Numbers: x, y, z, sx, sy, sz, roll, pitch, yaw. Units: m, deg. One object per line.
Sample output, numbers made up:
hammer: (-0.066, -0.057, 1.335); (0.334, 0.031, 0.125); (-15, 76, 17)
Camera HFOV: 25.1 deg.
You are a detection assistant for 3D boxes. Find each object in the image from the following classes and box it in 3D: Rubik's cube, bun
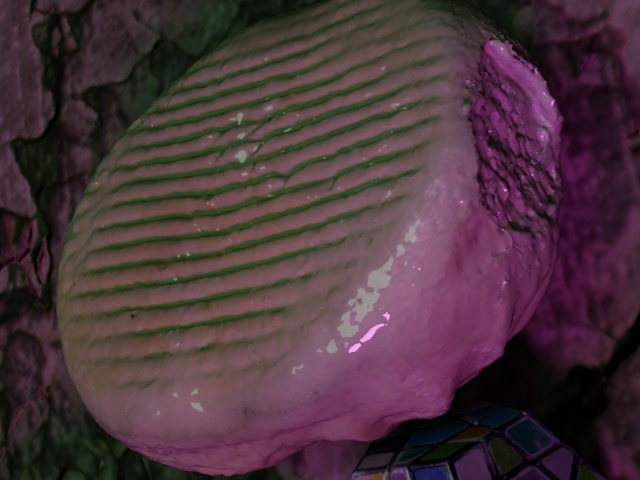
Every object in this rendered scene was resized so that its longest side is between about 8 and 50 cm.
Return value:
Rubik's cube: (0.057, 0.111, 0.523); (0.111, 0.111, 0.093); (-50, 26, 21)
bun: (-0.002, 0.001, 0.572); (0.221, 0.108, 0.221); (-25, 46, 28)
